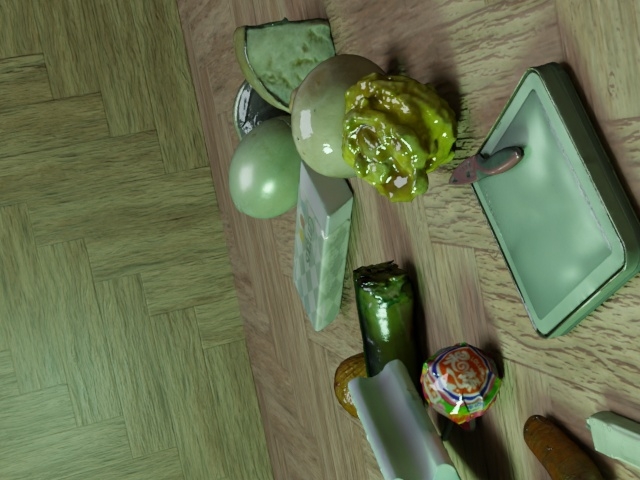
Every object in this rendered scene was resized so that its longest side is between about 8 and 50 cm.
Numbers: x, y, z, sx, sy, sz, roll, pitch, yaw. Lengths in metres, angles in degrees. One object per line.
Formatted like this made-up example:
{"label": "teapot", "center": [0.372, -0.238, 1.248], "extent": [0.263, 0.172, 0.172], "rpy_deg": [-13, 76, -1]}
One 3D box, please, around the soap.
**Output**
{"label": "soap", "center": [0.165, 0.385, 1.567], "extent": [0.208, 0.115, 0.347], "rpy_deg": [64, -179, -32]}

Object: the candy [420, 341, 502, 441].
{"label": "candy", "center": [0.218, 0.274, 1.549], "extent": [0.365, 0.124, 0.124], "rpy_deg": [88, 163, -61]}

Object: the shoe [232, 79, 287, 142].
{"label": "shoe", "center": [-0.117, -0.231, 2.266], "extent": [0.171, 0.132, 0.337], "rpy_deg": [-135, 33, -54]}

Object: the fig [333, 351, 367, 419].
{"label": "fig", "center": [0.104, 0.257, 1.897], "extent": [0.146, 0.133, 0.201], "rpy_deg": [41, 127, 44]}

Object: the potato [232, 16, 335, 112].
{"label": "potato", "center": [-0.087, -0.343, 1.931], "extent": [0.264, 0.189, 0.211], "rpy_deg": [-153, 52, -71]}

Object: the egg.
{"label": "egg", "center": [-0.106, -0.164, 2.114], "extent": [0.253, 0.186, 0.186], "rpy_deg": [-56, 32, 13]}

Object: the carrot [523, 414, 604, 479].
{"label": "carrot", "center": [0.320, 0.288, 1.242], "extent": [0.186, 0.060, 0.060], "rpy_deg": [-119, 21, -64]}

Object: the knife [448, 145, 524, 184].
{"label": "knife", "center": [0.208, -0.097, 1.226], "extent": [0.247, 0.018, 0.035], "rpy_deg": [163, 93, -77]}

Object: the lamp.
{"label": "lamp", "center": [0.277, -0.040, 1.147], "extent": [0.269, 0.047, 0.267], "rpy_deg": [111, 144, -64]}

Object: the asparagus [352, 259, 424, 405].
{"label": "asparagus", "center": [0.135, 0.217, 1.756], "extent": [0.128, 0.108, 0.382], "rpy_deg": [-137, 35, -62]}

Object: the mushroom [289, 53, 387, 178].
{"label": "mushroom", "center": [0.022, -0.214, 1.587], "extent": [0.215, 0.207, 0.207], "rpy_deg": [25, 129, 47]}

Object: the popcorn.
{"label": "popcorn", "center": [0.107, -0.155, 1.405], "extent": [0.197, 0.155, 0.198], "rpy_deg": [36, 156, 19]}

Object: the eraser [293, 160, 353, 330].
{"label": "eraser", "center": [0.001, 0.000, 2.095], "extent": [0.397, 0.082, 0.213], "rpy_deg": [95, 156, -48]}

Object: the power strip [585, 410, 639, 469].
{"label": "power strip", "center": [0.363, 0.236, 1.091], "extent": [0.191, 0.030, 0.048], "rpy_deg": [-168, 65, -73]}
